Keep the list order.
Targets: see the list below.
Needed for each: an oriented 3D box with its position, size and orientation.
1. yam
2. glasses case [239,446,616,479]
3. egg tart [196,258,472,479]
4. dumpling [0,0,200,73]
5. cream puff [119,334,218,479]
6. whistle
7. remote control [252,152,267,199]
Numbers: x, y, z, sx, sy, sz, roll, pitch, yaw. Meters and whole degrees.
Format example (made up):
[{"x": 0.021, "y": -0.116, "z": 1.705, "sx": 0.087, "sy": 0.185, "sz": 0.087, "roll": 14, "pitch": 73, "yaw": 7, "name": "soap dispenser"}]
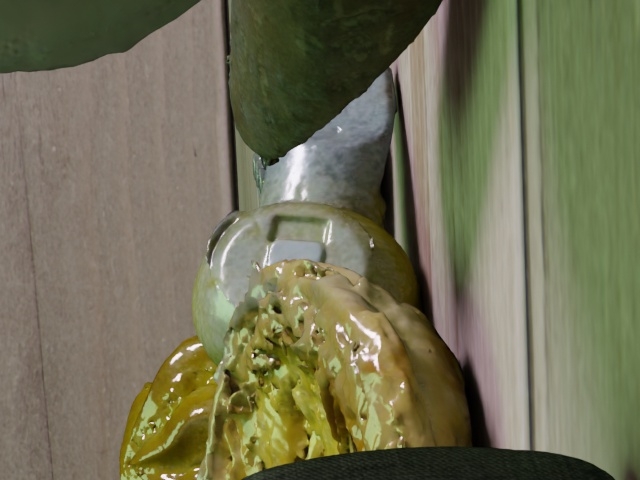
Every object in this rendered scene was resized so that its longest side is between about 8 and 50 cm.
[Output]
[{"x": 0.011, "y": -0.132, "z": 0.778, "sx": 0.259, "sy": 0.106, "sz": 0.106, "roll": 93, "pitch": 172, "yaw": -57, "name": "yam"}, {"x": 0.042, "y": 0.178, "z": 0.459, "sx": 0.323, "sy": 0.131, "sz": 0.074, "roll": -100, "pitch": 11, "yaw": -53, "name": "glasses case"}, {"x": 0.021, "y": 0.127, "z": 0.880, "sx": 0.232, "sy": 0.098, "sz": 0.252, "roll": 154, "pitch": 111, "yaw": -65, "name": "egg tart"}, {"x": -0.101, "y": -0.221, "z": 0.601, "sx": 0.211, "sy": 0.321, "sz": 0.270, "roll": -85, "pitch": -29, "yaw": -50, "name": "dumpling"}, {"x": -0.067, "y": 0.166, "z": 1.490, "sx": 0.221, "sy": 0.195, "sz": 0.194, "roll": 90, "pitch": 175, "yaw": -63, "name": "cream puff"}, {"x": 0.000, "y": 0.000, "z": 1.015, "sx": 0.123, "sy": 0.123, "sz": 0.223, "roll": 98, "pitch": -178, "yaw": -66, "name": "whistle"}, {"x": -0.007, "y": -0.059, "z": 1.243, "sx": 0.335, "sy": 0.066, "sz": 0.128, "roll": -113, "pitch": 23, "yaw": -76, "name": "remote control"}]
